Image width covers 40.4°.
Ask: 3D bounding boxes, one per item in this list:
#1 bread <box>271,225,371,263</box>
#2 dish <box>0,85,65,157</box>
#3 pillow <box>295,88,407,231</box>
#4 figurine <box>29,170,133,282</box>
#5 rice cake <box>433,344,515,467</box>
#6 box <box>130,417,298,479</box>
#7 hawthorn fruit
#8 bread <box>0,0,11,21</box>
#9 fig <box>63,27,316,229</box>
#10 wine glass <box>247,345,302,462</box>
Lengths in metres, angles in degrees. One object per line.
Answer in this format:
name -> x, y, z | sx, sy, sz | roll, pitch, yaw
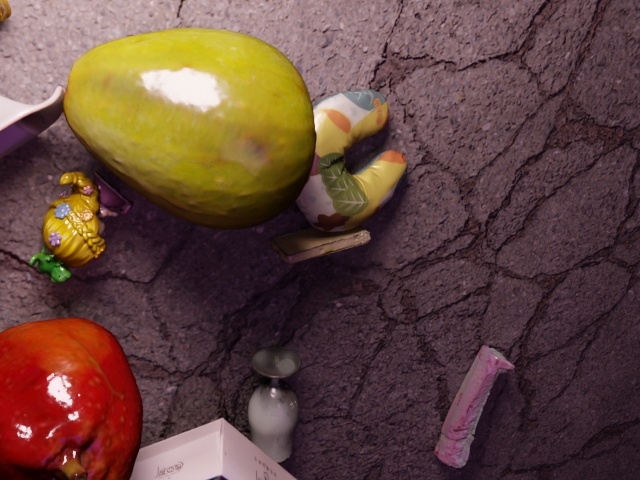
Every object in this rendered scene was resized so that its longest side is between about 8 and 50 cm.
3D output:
bread -> 0.000, 0.000, 1.414 | 0.154, 0.068, 0.028 | -16, 124, -24
dish -> -0.418, -0.131, 1.047 | 0.234, 0.154, 0.064 | -32, 95, -11
pillow -> 0.039, -0.123, 1.361 | 0.214, 0.086, 0.233 | -38, 129, -20
figurine -> -0.339, -0.023, 1.171 | 0.156, 0.095, 0.115 | -49, 143, -2
rice cake -> 0.317, 0.353, 1.825 | 0.051, 0.081, 0.290 | 0, 119, -46
box -> -0.181, 0.442, 1.500 | 0.203, 0.116, 0.274 | -22, 133, 17
hawthorn fruit -> -0.365, 0.257, 1.195 | 0.265, 0.307, 0.265 | -13, 117, -27
bread -> -0.407, -0.263, 1.022 | 0.088, 0.034, 0.049 | -38, 125, -5
fig -> -0.162, -0.148, 1.109 | 0.326, 0.258, 0.258 | 13, 111, -23
wine glass -> -0.082, 0.293, 1.531 | 0.093, 0.093, 0.202 | -13, 123, -25
